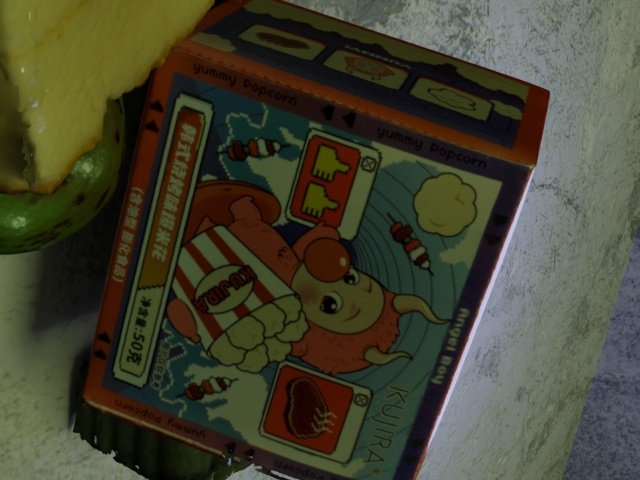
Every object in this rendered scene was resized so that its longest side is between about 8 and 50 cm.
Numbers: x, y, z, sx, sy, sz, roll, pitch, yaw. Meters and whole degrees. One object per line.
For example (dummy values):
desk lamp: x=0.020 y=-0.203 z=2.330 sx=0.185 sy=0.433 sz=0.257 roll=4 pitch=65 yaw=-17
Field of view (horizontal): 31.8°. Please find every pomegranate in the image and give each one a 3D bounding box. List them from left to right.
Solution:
pomegranate: x=-0.257 y=-0.071 z=0.797 sx=0.263 sy=0.211 sz=0.211 roll=-40 pitch=147 yaw=-1

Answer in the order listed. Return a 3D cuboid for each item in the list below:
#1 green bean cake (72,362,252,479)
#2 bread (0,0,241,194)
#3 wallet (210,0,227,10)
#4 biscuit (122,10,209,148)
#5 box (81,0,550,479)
green bean cake: x=-0.137 y=0.161 z=1.151 sx=0.181 sy=0.173 sz=0.094 roll=-22 pitch=128 yaw=-49
bread: x=-0.212 y=-0.206 z=0.626 sx=0.279 sy=0.279 sz=0.207 roll=-57 pitch=161 yaw=-38
wallet: x=-0.107 y=-0.305 z=1.027 sx=0.377 sy=0.051 sz=0.197 roll=-62 pitch=148 yaw=-11
biscuit: x=-0.147 y=-0.187 z=0.972 sx=0.139 sy=0.016 sz=0.231 roll=-6 pitch=119 yaw=-50
box: x=0.000 y=0.000 z=1.022 sx=0.257 sy=0.319 sz=0.348 roll=-60 pitch=169 yaw=-65
